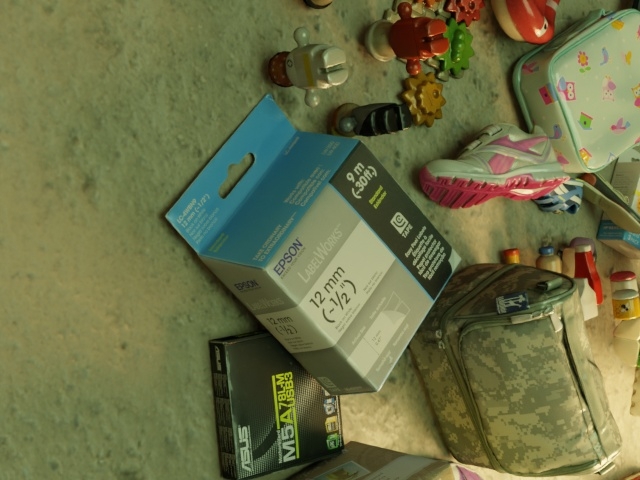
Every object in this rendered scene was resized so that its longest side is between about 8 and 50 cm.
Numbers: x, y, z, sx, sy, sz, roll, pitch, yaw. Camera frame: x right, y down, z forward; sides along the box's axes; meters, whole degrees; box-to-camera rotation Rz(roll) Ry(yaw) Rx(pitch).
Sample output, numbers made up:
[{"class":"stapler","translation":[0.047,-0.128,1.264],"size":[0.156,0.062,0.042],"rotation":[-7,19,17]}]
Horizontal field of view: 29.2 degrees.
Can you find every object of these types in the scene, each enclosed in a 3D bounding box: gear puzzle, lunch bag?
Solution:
[{"class":"gear puzzle","translation":[0.178,-0.335,1.834],"size":[0.175,0.044,0.339],"rotation":[19,79,-36]},{"class":"lunch bag","translation":[0.444,-0.248,2.001],"size":[0.279,0.108,0.224],"rotation":[-34,105,-34]},{"class":"lunch bag","translation":[0.299,0.188,1.805],"size":[0.212,0.256,0.305],"rotation":[-30,108,-33]}]

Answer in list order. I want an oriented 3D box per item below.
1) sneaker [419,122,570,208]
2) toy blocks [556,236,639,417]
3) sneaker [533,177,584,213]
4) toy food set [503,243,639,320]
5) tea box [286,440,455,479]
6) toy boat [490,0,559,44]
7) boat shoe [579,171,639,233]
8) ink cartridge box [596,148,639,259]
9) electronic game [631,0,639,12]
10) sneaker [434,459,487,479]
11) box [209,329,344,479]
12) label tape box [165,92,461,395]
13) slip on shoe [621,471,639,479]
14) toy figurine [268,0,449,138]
[{"class":"sneaker","translation":[0.254,-0.119,1.871],"size":[0.252,0.103,0.111],"rotation":[-5,72,-30]},{"class":"toy blocks","translation":[0.555,0.138,2.061],"size":[0.260,0.308,0.289],"rotation":[-29,125,-68]},{"class":"sneaker","translation":[0.373,-0.073,1.986],"size":[0.144,0.053,0.059],"rotation":[2,92,-37]},{"class":"toy food set","translation":[0.395,0.059,1.894],"size":[0.111,0.232,0.105],"rotation":[-15,100,-40]},{"class":"tea box","translation":[0.029,0.489,1.626],"size":[0.329,0.220,0.324],"rotation":[-26,106,-34]},{"class":"toy boat","translation":[0.360,-0.413,1.894],"size":[0.151,0.151,0.231],"rotation":[36,69,-49]},{"class":"boat shoe","translation":[0.487,-0.066,2.043],"size":[0.137,0.049,0.043],"rotation":[40,64,13]},{"class":"ink cartridge box","translation":[0.550,-0.068,2.115],"size":[0.104,0.061,0.181],"rotation":[25,76,-35]},{"class":"electronic game","translation":[0.611,-0.361,2.154],"size":[0.229,0.048,0.229],"rotation":[0,90,-44]},{"class":"sneaker","translation":[0.277,0.419,1.855],"size":[0.282,0.161,0.102],"rotation":[35,72,-31]},{"class":"box","translation":[-0.057,0.214,1.665],"size":[0.184,0.045,0.191],"rotation":[-7,94,-40]},{"class":"label tape box","translation":[0.000,0.000,1.636],"size":[0.348,0.115,0.249],"rotation":[49,58,-21]},{"class":"slip on shoe","translation":[0.492,0.480,2.058],"size":[0.331,0.101,0.123],"rotation":[-18,104,-35]},{"class":"toy figurine","translation":[0.044,-0.256,1.676],"size":[0.213,0.148,0.210],"rotation":[32,76,-36]}]
